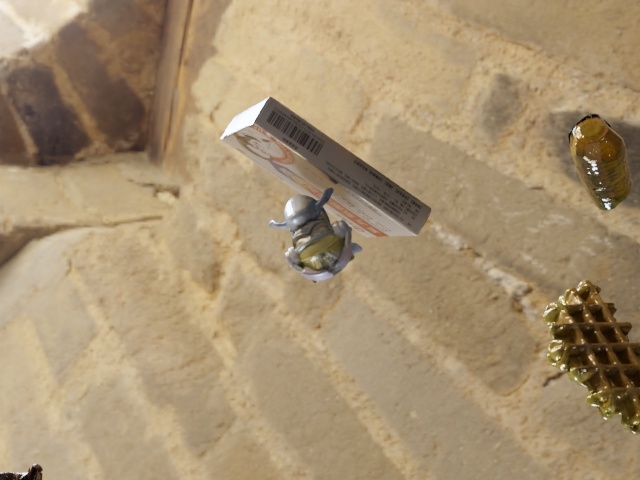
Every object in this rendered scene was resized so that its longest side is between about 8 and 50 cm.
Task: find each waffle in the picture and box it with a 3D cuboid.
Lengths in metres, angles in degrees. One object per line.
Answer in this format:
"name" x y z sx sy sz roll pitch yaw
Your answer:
"waffle" 0.338 0.136 0.963 0.192 0.161 0.046 38 -47 17

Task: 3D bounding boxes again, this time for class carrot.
"carrot" 0.439 -0.120 1.306 0.082 0.173 0.082 -19 -131 23

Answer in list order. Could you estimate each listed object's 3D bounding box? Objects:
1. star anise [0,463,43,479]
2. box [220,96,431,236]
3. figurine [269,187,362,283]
"star anise" -0.424 0.361 0.993 0.125 0.190 0.220 -111 -154 -43
"box" 0.006 -0.120 1.511 0.069 0.353 0.214 -59 -163 -12
"figurine" 0.000 0.000 1.440 0.128 0.208 0.183 -32 -128 9
